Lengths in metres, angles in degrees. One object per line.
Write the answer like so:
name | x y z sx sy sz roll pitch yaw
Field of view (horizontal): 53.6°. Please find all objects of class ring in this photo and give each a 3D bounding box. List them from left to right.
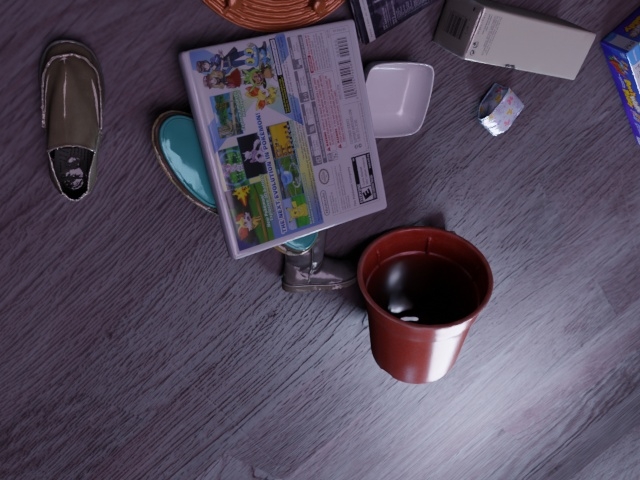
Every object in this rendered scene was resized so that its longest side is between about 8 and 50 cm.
ring | -0.055 -0.469 0.919 0.337 0.032 0.336 -14 128 -19

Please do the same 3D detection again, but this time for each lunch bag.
lunch bag | 0.353 -0.260 1.267 0.071 0.053 0.083 28 98 -41

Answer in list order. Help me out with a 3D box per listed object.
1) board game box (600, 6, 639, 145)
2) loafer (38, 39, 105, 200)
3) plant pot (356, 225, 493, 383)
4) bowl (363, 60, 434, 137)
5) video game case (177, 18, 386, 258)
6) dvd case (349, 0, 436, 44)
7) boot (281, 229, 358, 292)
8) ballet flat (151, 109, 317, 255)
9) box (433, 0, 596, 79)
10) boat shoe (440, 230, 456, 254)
board game box | 0.769 -0.378 1.379 0.233 0.078 0.347 -42 131 6
loafer | -0.361 -0.167 0.939 0.094 0.087 0.251 -7 126 -23
plant pot | 0.212 0.157 1.368 0.272 0.272 0.265 -18 138 -15
bowl | 0.127 -0.260 1.148 0.142 0.053 0.142 -6 124 -23
video game case | -0.048 -0.168 1.038 0.300 0.036 0.329 -19 108 -23
dvd case | 0.140 -0.441 1.027 0.221 0.018 0.164 -34 140 -8
boot | 0.002 0.001 1.270 0.190 0.076 0.208 -10 120 -24
ballet flat | -0.153 -0.088 1.082 0.348 0.123 0.123 37 102 -28
box | 0.352 -0.369 1.149 0.275 0.113 0.094 2 122 -27
boat shoe | 0.298 0.049 1.453 0.059 0.063 0.170 -21 129 -5
